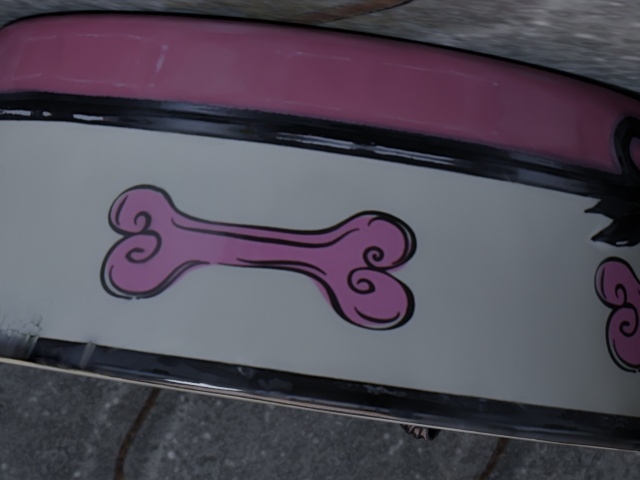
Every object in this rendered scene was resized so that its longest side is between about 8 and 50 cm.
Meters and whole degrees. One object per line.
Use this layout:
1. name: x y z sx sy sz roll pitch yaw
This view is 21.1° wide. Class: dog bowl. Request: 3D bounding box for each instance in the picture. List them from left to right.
1. dog bowl: 0.000 0.000 0.820 0.408 0.150 0.408 9 176 1

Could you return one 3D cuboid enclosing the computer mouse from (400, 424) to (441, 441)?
1. computer mouse: 0.036 0.023 1.154 0.272 0.188 0.072 24 176 -37
